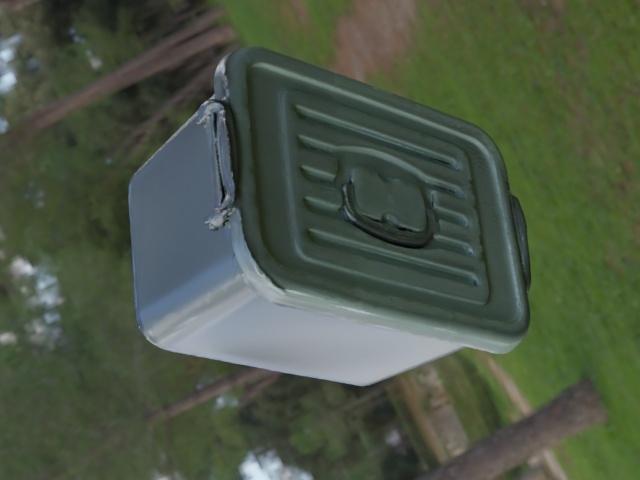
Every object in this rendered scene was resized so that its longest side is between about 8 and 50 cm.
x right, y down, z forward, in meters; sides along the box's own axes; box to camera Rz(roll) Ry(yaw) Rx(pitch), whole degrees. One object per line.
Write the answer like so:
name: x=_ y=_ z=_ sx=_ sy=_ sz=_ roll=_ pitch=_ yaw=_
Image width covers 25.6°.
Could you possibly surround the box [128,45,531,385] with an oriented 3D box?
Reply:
box: x=0.000 y=0.000 z=0.868 sx=0.243 sy=0.135 sz=0.163 roll=14 pitch=-123 yaw=-38
